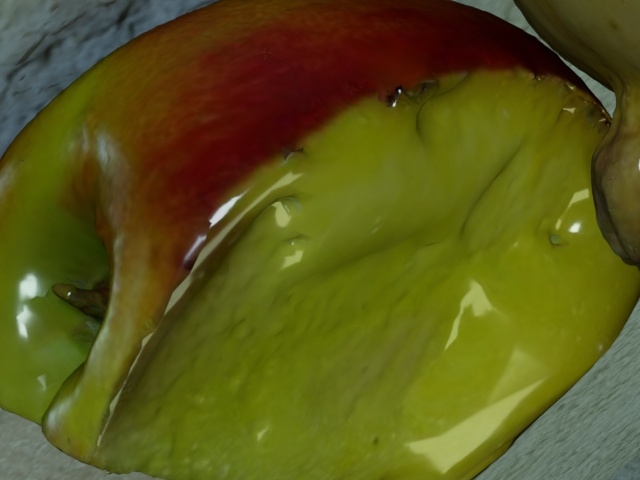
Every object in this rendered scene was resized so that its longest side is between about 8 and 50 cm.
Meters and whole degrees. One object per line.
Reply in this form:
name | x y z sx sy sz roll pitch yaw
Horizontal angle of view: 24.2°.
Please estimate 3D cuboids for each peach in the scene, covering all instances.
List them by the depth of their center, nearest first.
peach | 0.000 0.000 0.829 0.380 0.242 0.306 20 101 -45

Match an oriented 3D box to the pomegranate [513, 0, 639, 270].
pomegranate | 0.218 -0.172 0.601 0.410 0.410 0.410 -28 154 -15
